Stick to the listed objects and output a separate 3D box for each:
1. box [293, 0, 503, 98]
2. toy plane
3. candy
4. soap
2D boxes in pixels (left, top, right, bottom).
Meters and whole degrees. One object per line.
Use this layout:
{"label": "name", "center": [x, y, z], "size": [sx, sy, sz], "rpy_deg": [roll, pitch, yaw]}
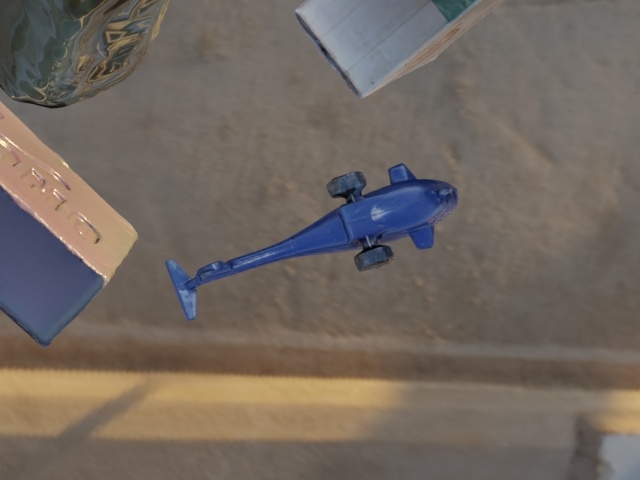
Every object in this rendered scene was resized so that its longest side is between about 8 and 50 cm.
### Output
{"label": "box", "center": [0.095, -0.188, 1.171], "size": [0.199, 0.135, 0.081], "rpy_deg": [-40, 87, 29]}
{"label": "toy plane", "center": [0.000, 0.000, 0.989], "size": [0.167, 0.062, 0.054], "rpy_deg": [-18, 82, -14]}
{"label": "candy", "center": [-0.153, -0.163, 1.113], "size": [0.102, 0.234, 0.104], "rpy_deg": [-30, 82, -25]}
{"label": "soap", "center": [-0.331, -0.047, 1.806], "size": [0.296, 0.285, 0.107], "rpy_deg": [44, 97, -8]}
